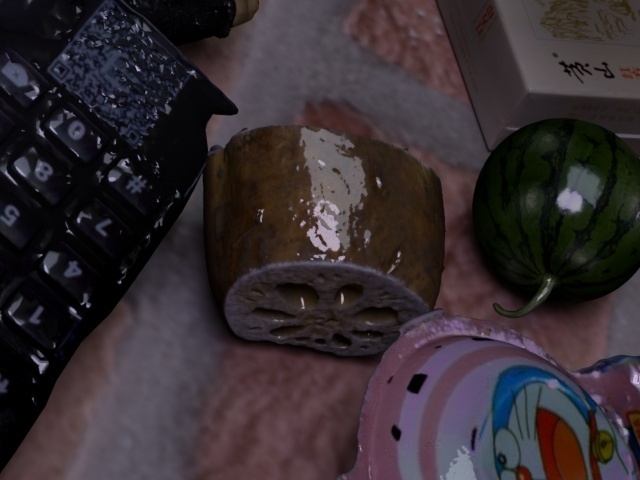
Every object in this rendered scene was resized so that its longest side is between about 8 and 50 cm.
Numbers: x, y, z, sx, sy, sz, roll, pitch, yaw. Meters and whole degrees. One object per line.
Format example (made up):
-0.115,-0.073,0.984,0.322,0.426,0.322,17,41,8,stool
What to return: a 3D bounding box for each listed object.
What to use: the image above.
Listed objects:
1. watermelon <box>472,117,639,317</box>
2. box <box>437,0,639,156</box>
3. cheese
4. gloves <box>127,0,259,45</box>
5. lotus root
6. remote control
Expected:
0.128,-0.012,0.909,0.109,0.109,0.109,13,51,-16,watermelon
0.179,-0.120,1.040,0.201,0.058,0.141,0,56,-26,box
0.113,0.114,0.818,0.286,0.074,0.189,-9,74,-44,cheese
-0.108,-0.125,0.879,0.180,0.106,0.129,-12,59,-27,gloves
0.001,-0.001,0.832,0.122,0.112,0.081,11,58,-19,lotus root
-0.181,0.043,0.708,0.144,0.062,0.399,42,56,-13,remote control
